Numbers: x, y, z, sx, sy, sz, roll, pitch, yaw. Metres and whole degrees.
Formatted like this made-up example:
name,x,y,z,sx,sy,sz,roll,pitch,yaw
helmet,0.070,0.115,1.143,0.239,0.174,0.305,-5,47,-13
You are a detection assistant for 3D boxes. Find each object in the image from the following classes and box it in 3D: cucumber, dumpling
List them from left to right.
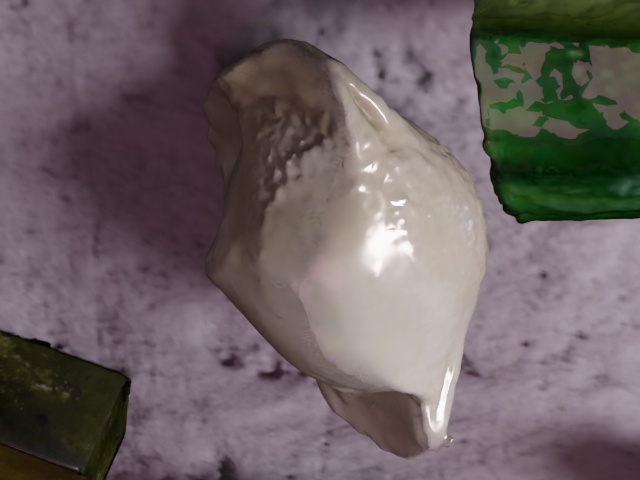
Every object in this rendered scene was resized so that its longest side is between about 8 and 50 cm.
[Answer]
name,x,y,z,sx,sy,sz,roll,pitch,yaw
dumpling,-0.001,-0.004,0.840,0.166,0.126,0.216,18,158,49
cucumber,0.120,-0.094,0.630,0.130,0.191,0.191,-1,135,26

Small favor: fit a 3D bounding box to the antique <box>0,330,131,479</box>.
name,x,y,z,sx,sy,sz,roll,pitch,yaw
antique,-0.240,0.102,1.075,0.220,0.080,0.081,19,141,3
